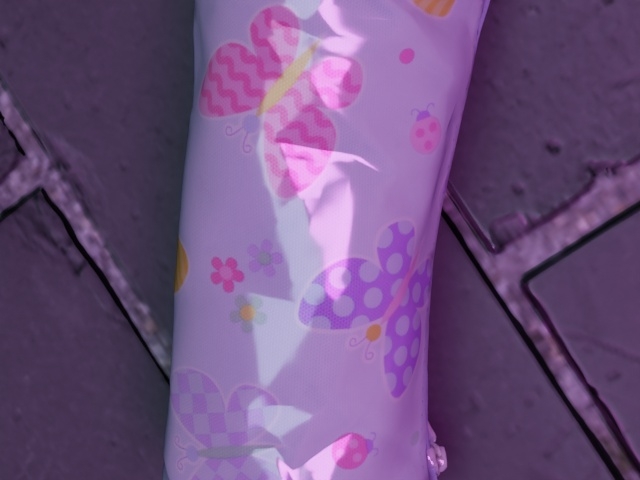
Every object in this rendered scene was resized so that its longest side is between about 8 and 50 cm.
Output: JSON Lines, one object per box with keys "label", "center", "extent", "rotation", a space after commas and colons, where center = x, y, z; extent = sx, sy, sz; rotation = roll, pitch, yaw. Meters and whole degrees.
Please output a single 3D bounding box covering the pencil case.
{"label": "pencil case", "center": [0.000, 0.000, 0.578], "extent": [0.124, 0.113, 0.273], "rotation": [6, 102, 11]}
